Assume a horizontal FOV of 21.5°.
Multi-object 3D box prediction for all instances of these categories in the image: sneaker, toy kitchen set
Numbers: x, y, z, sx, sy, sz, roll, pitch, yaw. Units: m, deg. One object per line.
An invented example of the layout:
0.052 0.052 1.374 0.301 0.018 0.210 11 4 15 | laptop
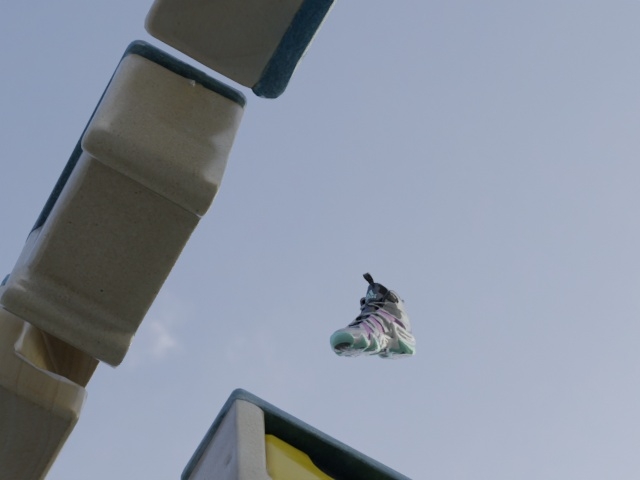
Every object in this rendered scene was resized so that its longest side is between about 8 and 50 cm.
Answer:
0.038 0.058 1.352 0.038 0.069 0.098 -14 -15 32 | sneaker
0.000 0.000 0.541 0.166 0.122 0.207 29 -68 -8 | toy kitchen set
